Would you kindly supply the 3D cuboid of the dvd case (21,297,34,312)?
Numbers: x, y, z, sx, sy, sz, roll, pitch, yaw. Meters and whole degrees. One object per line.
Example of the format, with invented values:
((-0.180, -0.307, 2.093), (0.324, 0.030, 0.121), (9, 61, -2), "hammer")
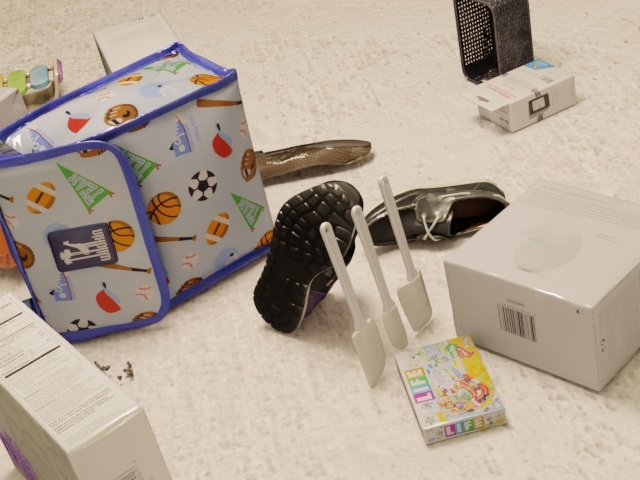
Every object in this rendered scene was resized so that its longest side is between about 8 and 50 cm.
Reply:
((-0.486, 0.181, 1.641), (0.180, 0.022, 0.253), (-20, 33, -13), "dvd case")

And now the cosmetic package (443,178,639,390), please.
((0.322, 0.049, 1.452), (0.224, 0.138, 0.225), (20, 46, 41), "cosmetic package")

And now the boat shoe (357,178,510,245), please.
((0.170, -0.036, 1.690), (0.233, 0.084, 0.079), (-13, 32, -5), "boat shoe")

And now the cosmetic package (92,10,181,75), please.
((-0.313, -0.283, 2.140), (0.155, 0.197, 0.365), (-19, 31, -9), "cosmetic package")

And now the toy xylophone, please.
((-0.716, -0.320, 2.444), (0.323, 0.081, 0.236), (-21, 33, -13), "toy xylophone")

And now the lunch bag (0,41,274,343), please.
((-0.283, -0.063, 1.668), (0.385, 0.328, 0.239), (-28, 34, -26), "lunch bag")

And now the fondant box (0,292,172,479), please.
((-0.289, 0.231, 1.292), (0.096, 0.238, 0.330), (-31, 37, -25), "fondant box")

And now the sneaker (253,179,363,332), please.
((0.000, 0.000, 1.532), (0.107, 0.283, 0.124), (43, 48, 11), "sneaker")

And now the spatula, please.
((0.076, 0.046, 1.446), (0.019, 0.242, 0.168), (8, 38, 43), "spatula")

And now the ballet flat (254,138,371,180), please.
((-0.033, -0.137, 1.955), (0.250, 0.058, 0.084), (-9, 10, -4), "ballet flat")

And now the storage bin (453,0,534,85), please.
((0.323, -0.380, 2.077), (0.084, 0.180, 0.122), (-25, 34, -21), "storage bin")

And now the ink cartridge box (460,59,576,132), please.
((0.349, -0.251, 1.981), (0.180, 0.060, 0.104), (-25, 35, -18), "ink cartridge box")

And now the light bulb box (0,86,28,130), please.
((-0.744, -0.109, 1.993), (0.361, 0.225, 0.358), (8, 38, 28), "light bulb box")

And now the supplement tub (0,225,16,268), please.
((-0.462, -0.101, 1.910), (0.193, 0.193, 0.316), (11, 40, 32), "supplement tub")

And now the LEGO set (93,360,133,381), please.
((-0.302, 0.193, 1.564), (0.083, 0.023, 0.054), (3, 35, 0), "LEGO set")

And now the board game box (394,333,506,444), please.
((0.160, 0.184, 1.403), (0.103, 0.026, 0.154), (-15, 32, -3), "board game box")
